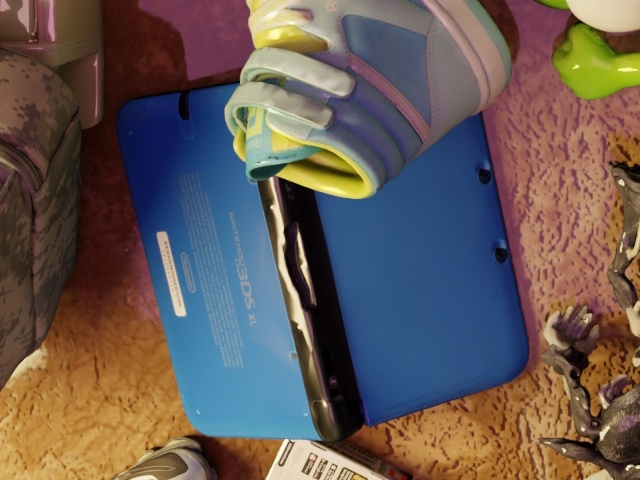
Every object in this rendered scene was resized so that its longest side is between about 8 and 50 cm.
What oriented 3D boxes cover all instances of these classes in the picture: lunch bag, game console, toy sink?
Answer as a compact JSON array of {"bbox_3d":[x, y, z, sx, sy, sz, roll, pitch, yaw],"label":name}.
[{"bbox_3d":[-0.313,0.015,1.220,0.212,0.256,0.305,17,146,0],"label":"lunch bag"},{"bbox_3d":[0.000,0.000,1.347,0.250,0.173,0.293,-4,103,41],"label":"game console"},{"bbox_3d":[-0.261,-0.195,1.290,0.153,0.131,0.234,3,103,9],"label":"toy sink"}]

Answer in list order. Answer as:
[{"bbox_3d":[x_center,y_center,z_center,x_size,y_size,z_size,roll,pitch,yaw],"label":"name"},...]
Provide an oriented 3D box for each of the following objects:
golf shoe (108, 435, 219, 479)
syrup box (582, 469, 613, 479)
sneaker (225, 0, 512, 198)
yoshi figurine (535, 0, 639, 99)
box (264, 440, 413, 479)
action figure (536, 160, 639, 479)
[{"bbox_3d":[-0.179,0.240,1.393,0.198,0.094,0.077,-40,95,16],"label":"golf shoe"},{"bbox_3d":[0.161,0.292,1.349,0.237,0.096,0.093,-31,98,13],"label":"syrup box"},{"bbox_3d":[-0.027,-0.167,1.182,0.319,0.127,0.208,46,68,-6],"label":"sneaker"},{"bbox_3d":[0.272,-0.176,1.219,0.362,0.203,0.203,34,146,-14],"label":"yoshi figurine"},{"bbox_3d":[-0.017,0.267,1.402,0.114,0.036,0.207,27,105,2],"label":"box"},{"bbox_3d":[0.258,0.085,1.269,0.164,0.141,0.276,10,102,3],"label":"action figure"}]
